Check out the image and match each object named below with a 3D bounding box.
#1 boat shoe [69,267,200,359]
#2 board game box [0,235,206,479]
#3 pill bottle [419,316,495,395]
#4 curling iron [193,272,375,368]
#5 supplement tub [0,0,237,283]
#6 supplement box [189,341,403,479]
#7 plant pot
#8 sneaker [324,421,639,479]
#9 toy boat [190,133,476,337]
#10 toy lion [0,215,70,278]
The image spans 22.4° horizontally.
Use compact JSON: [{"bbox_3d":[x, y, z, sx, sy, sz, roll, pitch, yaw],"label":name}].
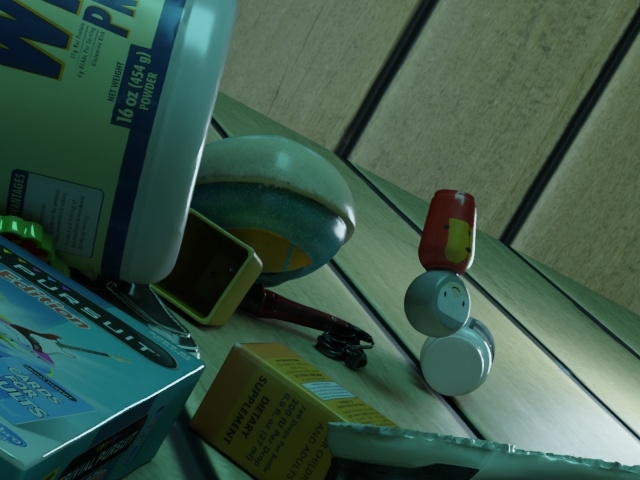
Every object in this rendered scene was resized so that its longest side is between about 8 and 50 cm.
[{"bbox_3d":[-0.177,0.026,1.272,0.219,0.070,0.078,33,9,18],"label":"boat shoe"},{"bbox_3d":[-0.226,0.056,0.904,0.253,0.079,0.336,31,9,6],"label":"board game box"},{"bbox_3d":[0.150,0.128,1.775,0.078,0.078,0.137,31,9,6],"label":"pill bottle"},{"bbox_3d":[-0.053,0.064,1.597,0.274,0.035,0.068,26,9,-30],"label":"curling iron"},{"bbox_3d":[-0.240,-0.113,1.172,0.324,0.235,0.235,14,10,-5],"label":"supplement tub"},{"bbox_3d":[0.025,0.163,1.144,0.233,0.078,0.080,33,9,20],"label":"supplement box"},{"bbox_3d":[-0.101,0.031,1.493,0.081,0.081,0.083,33,-1,20],"label":"plant pot"},{"bbox_3d":[0.134,0.206,1.021,0.293,0.146,0.102,11,-8,-9],"label":"sneaker"},{"bbox_3d":[0.000,0.000,1.614,0.318,0.148,0.267,11,-16,0],"label":"toy boat"},{"bbox_3d":[-0.215,0.017,1.119,0.100,0.096,0.034,25,48,-34],"label":"toy lion"}]
